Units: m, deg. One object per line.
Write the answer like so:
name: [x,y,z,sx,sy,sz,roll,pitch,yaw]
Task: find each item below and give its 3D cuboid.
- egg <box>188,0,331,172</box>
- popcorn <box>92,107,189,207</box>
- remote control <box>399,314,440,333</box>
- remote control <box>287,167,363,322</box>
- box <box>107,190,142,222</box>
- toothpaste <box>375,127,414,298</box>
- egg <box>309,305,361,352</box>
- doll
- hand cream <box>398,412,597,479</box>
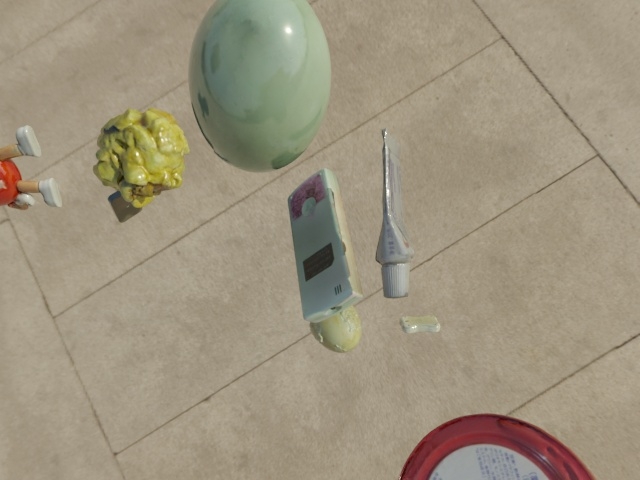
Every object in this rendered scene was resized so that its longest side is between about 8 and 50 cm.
egg: [-0.087,-0.222,0.635,0.202,0.283,0.203,9,51,-11]
popcorn: [-0.512,-0.237,1.260,0.286,0.215,0.252,-34,95,24]
remote control: [0.314,0.267,1.388,0.122,0.074,0.032,-2,111,-2]
remote control: [0.001,0.000,0.971,0.145,0.050,0.344,-34,49,33]
box: [-0.636,-0.119,1.423,0.031,0.126,0.091,41,63,16]
toothpaste: [0.127,-0.041,0.756,0.068,0.099,0.283,1,85,-7]
egg: [0.050,0.267,1.399,0.164,0.164,0.201,-34,46,0]
doll: [-0.601,-0.129,0.800,0.217,0.183,0.085,1,35,10]
hand cream: [0.200,0.314,0.472,0.230,0.149,0.230,-22,44,24]
